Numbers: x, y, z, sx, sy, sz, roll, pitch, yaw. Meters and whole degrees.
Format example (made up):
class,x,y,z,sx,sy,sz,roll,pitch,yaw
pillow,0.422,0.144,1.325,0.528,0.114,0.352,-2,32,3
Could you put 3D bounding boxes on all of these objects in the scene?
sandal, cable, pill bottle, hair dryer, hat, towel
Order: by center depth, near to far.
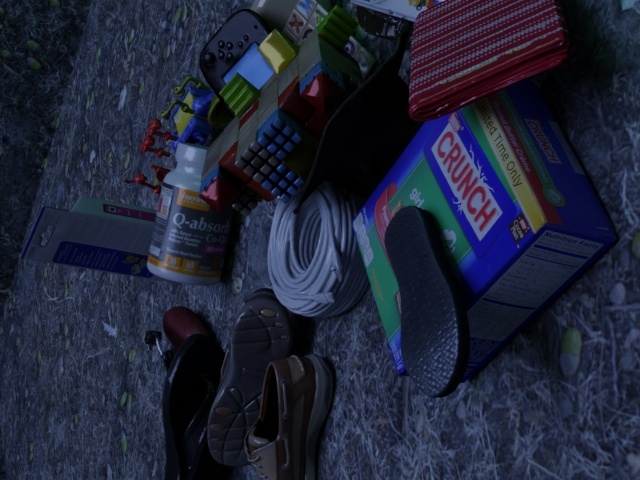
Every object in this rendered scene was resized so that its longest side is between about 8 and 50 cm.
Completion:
class,x,y,z,sx,sy,sz,roll,pitch,yaw
sandal,0.137,0.066,1.136,0.097,0.054,0.255,-41,42,38
towel,0.201,-0.252,1.174,0.198,0.031,0.275,-21,31,22
hat,0.090,-0.141,1.381,0.331,0.134,0.331,-55,-4,-5
sandal,0.134,-0.349,1.491,0.219,0.060,0.090,31,105,44
cable,0.000,0.000,1.596,0.257,0.089,0.257,-23,62,58
sandal,-0.219,0.402,1.844,0.107,0.167,0.446,8,97,36
pill bottle,-0.261,-0.056,2.004,0.162,0.162,0.279,25,105,60
hair dryer,-0.296,0.256,2.099,0.293,0.080,0.224,-44,61,55

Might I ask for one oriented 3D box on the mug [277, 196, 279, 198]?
class,x,y,z,sx,sy,sz,roll,pitch,yaw
mug,-0.079,-0.120,1.817,0.062,0.078,0.064,84,-170,-65

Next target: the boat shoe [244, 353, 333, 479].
class,x,y,z,sx,sy,sz,roll,pitch,yaw
boat shoe,-0.074,0.344,1.598,0.123,0.116,0.325,15,95,61

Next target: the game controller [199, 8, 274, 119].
class,x,y,z,sx,sy,sz,roll,pitch,yaw
game controller,-0.091,-0.254,1.707,0.319,0.067,0.166,55,131,9

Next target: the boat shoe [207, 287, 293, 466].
class,x,y,z,sx,sy,sz,roll,pitch,yaw
boat shoe,-0.117,0.247,1.728,0.130,0.132,0.356,-83,10,-67

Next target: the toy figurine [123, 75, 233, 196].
class,x,y,z,sx,sy,sz,roll,pitch,yaw
toy figurine,-0.292,-0.285,2.112,0.363,0.191,0.217,-53,34,39

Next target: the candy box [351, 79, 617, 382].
class,x,y,z,sx,sy,sz,roll,pitch,yaw
candy box,0.188,-0.015,1.224,0.317,0.122,0.268,-53,40,38

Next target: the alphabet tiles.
class,x,y,z,sx,sy,sz,roll,pitch,yaw
alphabet tiles,-0.018,-0.288,1.698,0.198,0.009,0.237,48,128,21

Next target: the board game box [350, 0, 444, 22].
class,x,y,z,sx,sy,sz,roll,pitch,yaw
board game box,0.169,-0.470,1.392,0.193,0.053,0.306,30,106,42

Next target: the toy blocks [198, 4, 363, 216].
class,x,y,z,sx,sy,sz,roll,pitch,yaw
toy blocks,-0.062,-0.166,1.499,0.381,0.190,0.261,-45,20,19

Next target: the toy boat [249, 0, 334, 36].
class,x,y,z,sx,sy,sz,roll,pitch,yaw
toy boat,-0.062,-0.400,1.797,0.231,0.151,0.151,-58,7,35

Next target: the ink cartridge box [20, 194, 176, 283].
class,x,y,z,sx,sy,sz,roll,pitch,yaw
ink cartridge box,-0.460,-0.003,2.129,0.176,0.370,0.069,-54,39,38
